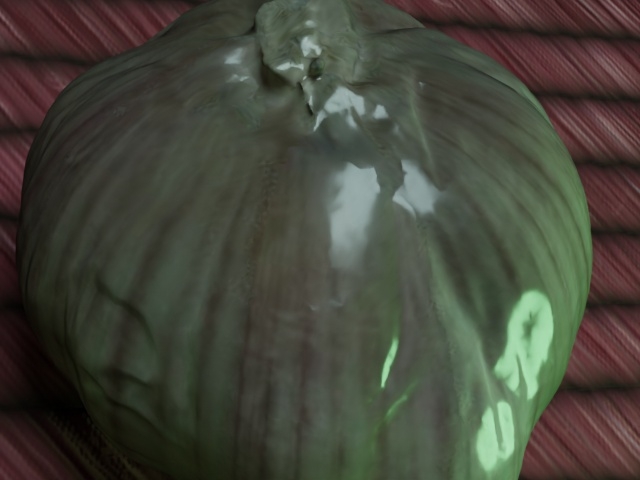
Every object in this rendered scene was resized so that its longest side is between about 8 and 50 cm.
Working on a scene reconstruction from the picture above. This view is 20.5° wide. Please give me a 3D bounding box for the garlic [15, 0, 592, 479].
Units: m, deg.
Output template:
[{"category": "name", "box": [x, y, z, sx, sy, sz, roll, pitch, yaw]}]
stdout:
[{"category": "garlic", "box": [0.000, 0.000, 0.903, 0.317, 0.259, 0.317, -3, 39, 3]}]
